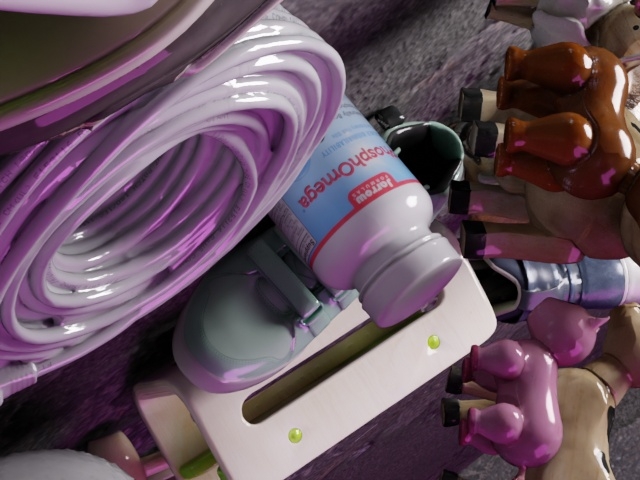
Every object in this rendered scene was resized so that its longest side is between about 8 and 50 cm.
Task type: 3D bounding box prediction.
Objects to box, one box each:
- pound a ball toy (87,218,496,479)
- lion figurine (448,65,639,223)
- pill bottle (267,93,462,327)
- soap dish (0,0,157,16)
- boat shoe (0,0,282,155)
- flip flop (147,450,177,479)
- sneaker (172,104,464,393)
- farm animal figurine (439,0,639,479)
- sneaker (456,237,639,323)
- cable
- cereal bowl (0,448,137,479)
[{"bbox_3d":[-0.045,0.102,1.238,0.319,0.136,0.208,-30,-174,-25],"label":"pound a ball toy"},{"bbox_3d":[0.281,-0.151,1.199,0.392,0.142,0.240,-39,175,-17],"label":"lion figurine"},{"bbox_3d":[0.013,-0.027,0.926,0.087,0.160,0.087,-35,162,-13],"label":"pill bottle"},{"bbox_3d":[-0.064,-0.201,0.415,0.291,0.118,0.229,-48,161,25],"label":"soap dish"},{"bbox_3d":[-0.056,-0.123,0.636,0.335,0.112,0.095,-38,158,-14],"label":"boat shoe"},{"bbox_3d":[-0.191,0.306,1.472,0.277,0.080,0.112,-49,160,29],"label":"flip flop"},{"bbox_3d":[0.000,-0.001,1.072,0.256,0.094,0.151,-40,171,-31],"label":"sneaker"},{"bbox_3d":[0.175,0.003,0.942,0.172,0.327,0.330,5,125,-2],"label":"farm animal figurine"},{"bbox_3d":[0.166,0.002,1.339,0.163,0.226,0.086,-10,115,-18],"label":"sneaker"},{"bbox_3d":[-0.109,-0.037,0.784,0.257,0.089,0.257,-26,158,-38],"label":"cable"},{"bbox_3d":[-0.280,0.265,1.096,0.339,0.141,0.339,-35,162,-13],"label":"cereal bowl"}]
